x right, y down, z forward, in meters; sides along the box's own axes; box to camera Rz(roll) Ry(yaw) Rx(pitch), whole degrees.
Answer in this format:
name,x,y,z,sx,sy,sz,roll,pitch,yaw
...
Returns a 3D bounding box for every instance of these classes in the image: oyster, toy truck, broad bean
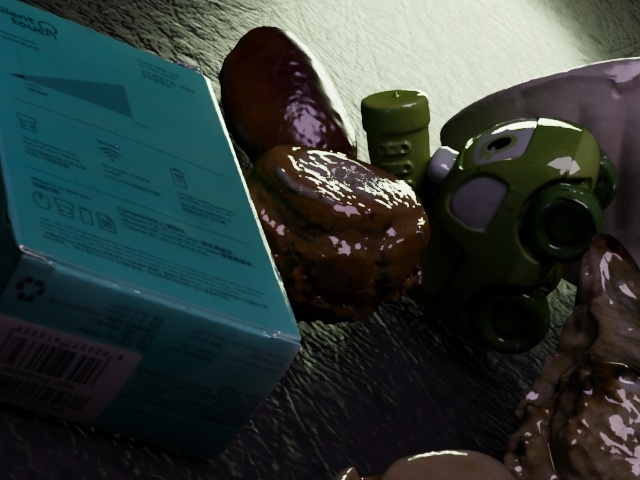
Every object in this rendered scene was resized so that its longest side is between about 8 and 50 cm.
name,x,y,z,sx,sy,sz,roll,pitch,yaw
oyster,0.208,0.145,1.368,0.337,0.133,0.198,-87,152,-52
toy truck,0.121,-0.015,1.553,0.210,0.187,0.148,13,25,8
broad bean,-0.028,-0.104,1.624,0.114,0.084,0.165,4,43,-21

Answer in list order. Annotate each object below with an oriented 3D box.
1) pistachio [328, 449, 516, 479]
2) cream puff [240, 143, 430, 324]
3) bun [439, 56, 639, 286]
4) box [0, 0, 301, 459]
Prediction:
name,x,y,z,sx,sy,sz,roll,pitch,yaw
pistachio,0.055,0.195,1.154,0.138,0.153,0.238,-3,14,18
cream puff,0.000,0.000,1.436,0.165,0.115,0.150,16,23,-16
bun,0.243,-0.041,1.702,0.263,0.263,0.175,6,70,-45
box,-0.153,-0.017,1.278,0.205,0.118,0.311,21,29,-32
